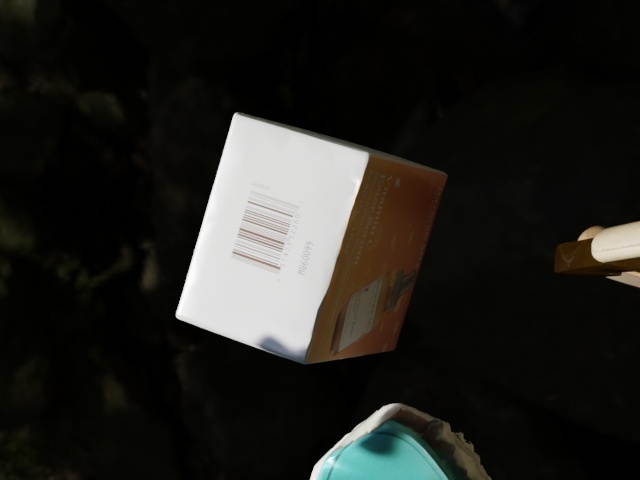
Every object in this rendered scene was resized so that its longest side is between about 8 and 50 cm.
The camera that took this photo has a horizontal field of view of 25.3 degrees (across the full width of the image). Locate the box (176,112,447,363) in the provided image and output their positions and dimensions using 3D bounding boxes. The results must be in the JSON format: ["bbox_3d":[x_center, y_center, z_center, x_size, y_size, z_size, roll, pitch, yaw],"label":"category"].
[{"bbox_3d":[0.000,0.000,0.897,0.091,0.170,0.130,18,95,20],"label":"box"}]

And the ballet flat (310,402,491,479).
[{"bbox_3d":[0.098,0.288,0.922,0.147,0.147,0.409,-4,106,62],"label":"ballet flat"}]

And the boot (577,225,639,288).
[{"bbox_3d":[0.354,0.006,1.141,0.305,0.112,0.115,8,98,17],"label":"boot"}]

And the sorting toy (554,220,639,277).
[{"bbox_3d":[0.273,0.016,0.792,0.307,0.229,0.041,164,111,-68],"label":"sorting toy"}]
